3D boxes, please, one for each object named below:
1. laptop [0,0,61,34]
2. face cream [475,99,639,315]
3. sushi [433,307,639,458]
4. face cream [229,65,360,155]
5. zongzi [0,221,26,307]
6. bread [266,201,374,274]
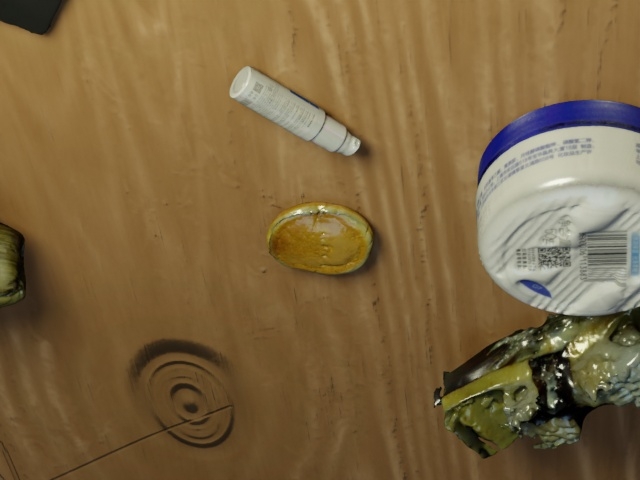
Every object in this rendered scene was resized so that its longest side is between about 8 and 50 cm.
[{"bbox_3d":[-0.304,-0.250,1.496,0.197,0.016,0.135,21,139,-16],"label":"laptop"},{"bbox_3d":[0.246,-0.023,1.635,0.206,0.111,0.206,4,142,3],"label":"face cream"},{"bbox_3d":[0.269,0.148,1.828,0.291,0.131,0.139,-27,130,22],"label":"sushi"},{"bbox_3d":[-0.021,-0.114,1.611,0.130,0.034,0.034,29,135,-25],"label":"face cream"},{"bbox_3d":[-0.419,-0.008,1.713,0.221,0.112,0.242,-7,147,17],"label":"zongzi"},{"bbox_3d":[0.000,0.000,1.755,0.110,0.024,0.110,4,141,3],"label":"bread"}]
